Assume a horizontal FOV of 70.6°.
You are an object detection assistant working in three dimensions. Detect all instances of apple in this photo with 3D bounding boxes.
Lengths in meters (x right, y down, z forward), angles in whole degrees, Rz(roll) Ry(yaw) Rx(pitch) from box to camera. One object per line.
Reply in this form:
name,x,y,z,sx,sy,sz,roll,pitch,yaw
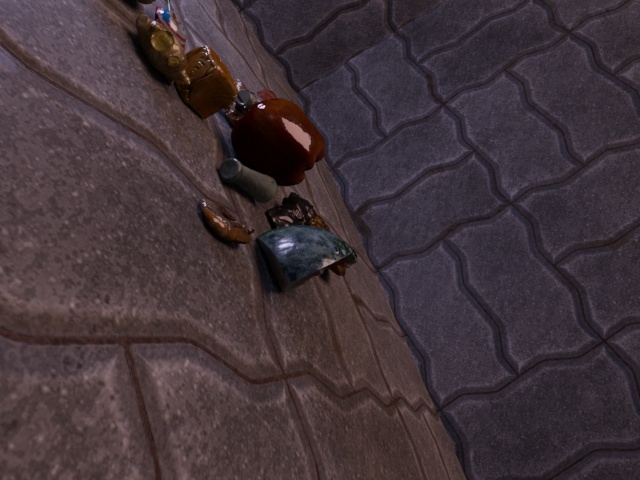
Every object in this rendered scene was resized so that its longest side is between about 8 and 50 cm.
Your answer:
apple,-0.152,-0.345,1.590,0.317,0.288,0.288,41,17,-13

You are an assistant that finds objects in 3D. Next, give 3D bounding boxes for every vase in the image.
vase,-0.229,-0.191,1.426,0.096,0.096,0.219,66,16,18

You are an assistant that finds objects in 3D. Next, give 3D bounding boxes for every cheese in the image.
cheese,-0.500,-0.695,1.486,0.155,0.062,0.244,58,13,-26

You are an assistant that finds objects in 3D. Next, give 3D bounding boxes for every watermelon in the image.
watermelon,-0.051,0.079,1.337,0.320,0.214,0.289,15,25,-2

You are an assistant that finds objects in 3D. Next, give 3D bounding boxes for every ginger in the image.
ginger,-0.439,-0.528,1.276,0.216,0.102,0.157,56,-14,-5

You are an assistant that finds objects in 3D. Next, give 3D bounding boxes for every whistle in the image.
whistle,-0.230,-0.523,1.749,0.346,0.133,0.142,-24,108,-76

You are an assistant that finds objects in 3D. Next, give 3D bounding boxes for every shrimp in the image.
shrimp,-0.238,-0.051,1.163,0.187,0.051,0.132,41,24,-52

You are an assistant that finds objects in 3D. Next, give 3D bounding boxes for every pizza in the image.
pizza,-0.333,-0.529,1.746,0.305,0.085,0.161,-90,171,-61

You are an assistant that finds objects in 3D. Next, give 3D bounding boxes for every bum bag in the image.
bum bag,-0.105,-0.097,1.667,0.137,0.074,0.310,43,27,-2

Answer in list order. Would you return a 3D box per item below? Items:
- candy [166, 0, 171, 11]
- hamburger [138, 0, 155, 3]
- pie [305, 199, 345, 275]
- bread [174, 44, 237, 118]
candy,-0.578,-0.913,1.716,0.055,0.049,0.185,4,62,-39
hamburger,-0.582,-0.841,1.316,0.285,0.134,0.265,35,35,-53
pie,0.000,0.000,1.898,0.355,0.103,0.288,63,13,14
bread,-0.359,-0.496,1.410,0.149,0.158,0.143,62,13,24
